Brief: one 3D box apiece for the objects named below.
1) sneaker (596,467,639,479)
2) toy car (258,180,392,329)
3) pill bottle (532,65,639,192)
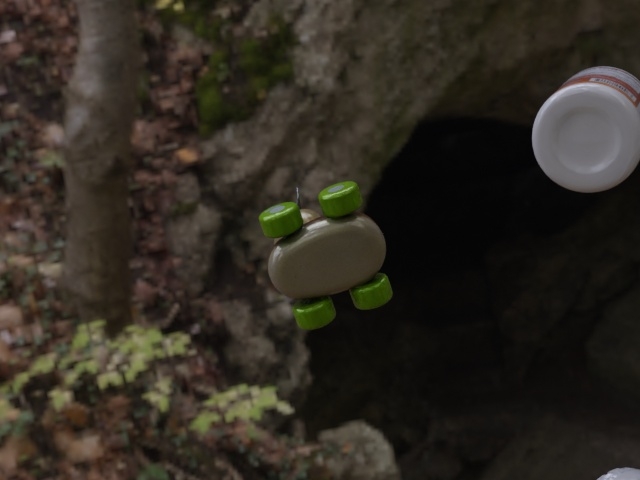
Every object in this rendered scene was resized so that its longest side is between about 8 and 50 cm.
[{"bbox_3d":[0.268,0.342,0.878,0.210,0.366,0.137,-4,-11,41],"label":"sneaker"},{"bbox_3d":[0.000,0.000,1.664,0.149,0.155,0.188,-19,18,-1],"label":"toy car"},{"bbox_3d":[0.316,-0.133,1.491,0.121,0.121,0.216,-5,12,20],"label":"pill bottle"}]
